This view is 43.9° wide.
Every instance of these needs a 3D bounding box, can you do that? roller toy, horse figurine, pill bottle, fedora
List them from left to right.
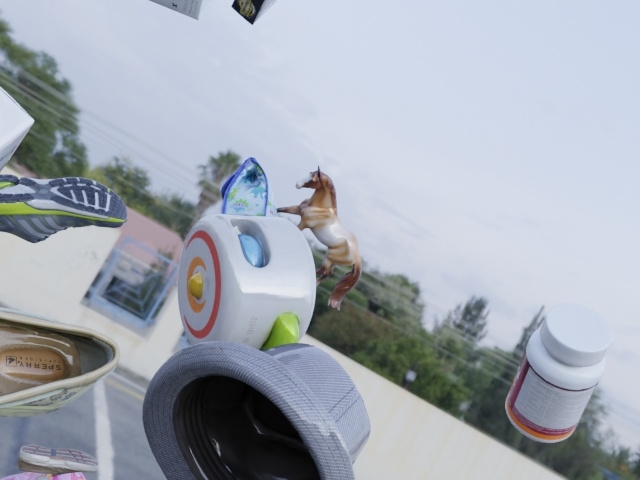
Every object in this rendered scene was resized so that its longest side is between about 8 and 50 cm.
[{"bbox_3d":[-0.111,0.061,1.078,0.146,0.191,0.209,2,-1,-31],"label":"roller toy"},{"bbox_3d":[-0.051,0.197,0.838,0.275,0.124,0.244,-36,-93,45],"label":"fedora"},{"bbox_3d":[0.000,0.000,1.489,0.263,0.174,0.066,56,19,-17],"label":"horse figurine"},{"bbox_3d":[0.376,0.210,1.255,0.121,0.121,0.221,27,-45,22],"label":"pill bottle"}]

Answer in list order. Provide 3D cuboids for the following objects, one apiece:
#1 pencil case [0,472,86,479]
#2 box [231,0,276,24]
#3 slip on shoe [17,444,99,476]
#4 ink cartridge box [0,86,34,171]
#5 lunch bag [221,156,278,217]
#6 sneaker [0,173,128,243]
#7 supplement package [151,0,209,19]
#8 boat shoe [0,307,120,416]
[{"bbox_3d":[-0.634,0.562,1.709,0.284,0.124,0.124,-19,-35,28],"label":"pencil case"},{"bbox_3d":[-0.043,-0.473,1.282,0.051,0.220,0.175,40,-30,-5],"label":"box"},{"bbox_3d":[-0.458,0.391,1.384,0.135,0.041,0.051,14,8,-18],"label":"slip on shoe"},{"bbox_3d":[-0.496,-0.100,1.053,0.092,0.159,0.218,45,-43,-9],"label":"ink cartridge box"},{"bbox_3d":[-0.116,-0.048,1.365,0.096,0.151,0.129,-1,-39,8],"label":"lunch bag"},{"bbox_3d":[-0.546,-0.057,1.613,0.299,0.121,0.111,6,41,-15],"label":"sneaker"},{"bbox_3d":[-0.255,-0.619,1.576,0.145,0.204,0.262,21,-43,-4],"label":"supplement package"},{"bbox_3d":[-0.286,0.084,0.586,0.089,0.105,0.285,-23,-18,34],"label":"boat shoe"}]
